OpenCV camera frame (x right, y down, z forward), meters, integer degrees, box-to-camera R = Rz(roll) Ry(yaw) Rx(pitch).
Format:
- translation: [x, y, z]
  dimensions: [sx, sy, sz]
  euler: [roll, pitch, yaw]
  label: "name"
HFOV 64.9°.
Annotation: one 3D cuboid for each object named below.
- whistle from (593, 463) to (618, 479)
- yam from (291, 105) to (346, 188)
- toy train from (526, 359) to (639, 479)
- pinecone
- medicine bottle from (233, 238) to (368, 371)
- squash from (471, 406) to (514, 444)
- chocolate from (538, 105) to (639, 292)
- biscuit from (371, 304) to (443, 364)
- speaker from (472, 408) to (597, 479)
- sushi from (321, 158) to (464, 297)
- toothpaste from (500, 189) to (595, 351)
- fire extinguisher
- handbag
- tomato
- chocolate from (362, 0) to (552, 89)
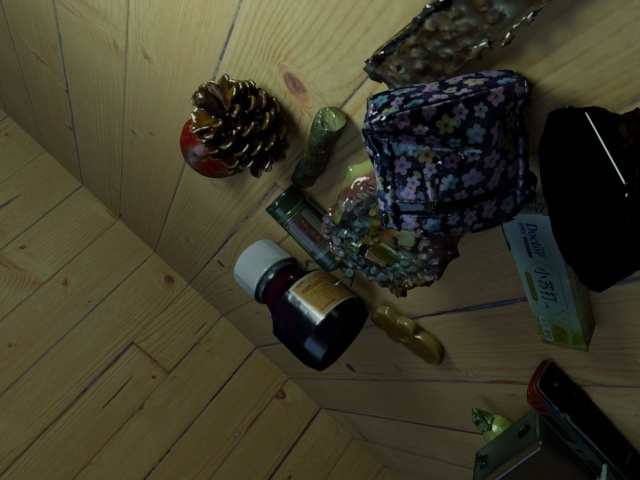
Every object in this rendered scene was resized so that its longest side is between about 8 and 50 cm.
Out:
- translation: [0.646, 0.585, 1.077]
  dimensions: [0.062, 0.062, 0.312]
  euler: [5, 137, 52]
  label: "whistle"
- translation: [-0.008, -0.173, 0.999]
  dimensions: [0.061, 0.061, 0.253]
  euler: [40, 156, 3]
  label: "yam"
- translation: [0.575, 0.418, 1.084]
  dimensions: [0.409, 0.086, 0.089]
  euler: [45, 156, -8]
  label: "toy train"
- translation: [-0.165, -0.235, 0.999]
  dimensions: [0.185, 0.169, 0.212]
  euler: [-6, 143, 39]
  label: "pinecone"
- translation: [-0.070, 0.159, 1.423]
  dimensions: [0.395, 0.242, 0.243]
  euler: [41, 157, 25]
  label: "medicine bottle"
- translation: [0.526, 0.548, 1.366]
  dimensions: [0.288, 0.137, 0.137]
  euler: [52, 156, 11]
  label: "squash"
- translation: [0.376, -0.069, 0.578]
  dimensions: [0.176, 0.207, 0.224]
  euler: [-12, 151, 5]
  label: "chocolate"
- translation: [0.241, 0.254, 1.356]
  dimensions: [0.225, 0.036, 0.166]
  euler: [34, 155, 8]
  label: "biscuit"
- translation: [0.502, 0.542, 1.193]
  dimensions: [0.192, 0.153, 0.231]
  euler: [40, 118, 6]
  label: "speaker"
- translation: [0.131, -0.044, 0.884]
  dimensions: [0.236, 0.171, 0.270]
  euler: [43, 152, -3]
  label: "sushi"
- translation: [0.374, 0.053, 0.815]
  dimensions: [0.089, 0.071, 0.313]
  euler: [7, 137, 45]
  label: "toothpaste"
- translation: [0.000, 0.000, 1.226]
  dimensions: [0.294, 0.118, 0.093]
  euler: [46, -171, -9]
  label: "fire extinguisher"
- translation: [0.175, -0.108, 0.669]
  dimensions: [0.127, 0.228, 0.208]
  euler: [-103, 0, -60]
  label: "handbag"
- translation: [-0.285, -0.218, 1.271]
  dimensions: [0.189, 0.099, 0.173]
  euler: [24, 148, 29]
  label: "tomato"
- translation: [0.172, -0.266, 0.602]
  dimensions: [0.102, 0.065, 0.329]
  euler: [29, 160, -19]
  label: "chocolate"
